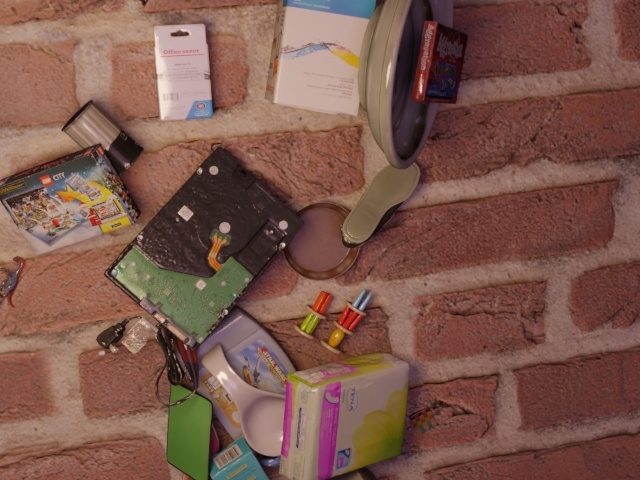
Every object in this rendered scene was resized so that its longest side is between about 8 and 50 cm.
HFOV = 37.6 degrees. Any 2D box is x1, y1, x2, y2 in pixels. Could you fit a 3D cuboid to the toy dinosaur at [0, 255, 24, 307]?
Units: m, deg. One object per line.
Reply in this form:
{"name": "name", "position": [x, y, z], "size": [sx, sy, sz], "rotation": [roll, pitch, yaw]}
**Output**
{"name": "toy dinosaur", "position": [-0.612, 0.074, 1.863], "size": [0.082, 0.047, 0.090], "rotation": [-42, 140, -9]}

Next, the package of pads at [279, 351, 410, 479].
{"name": "package of pads", "position": [0.054, 0.361, 1.958], "size": [0.297, 0.101, 0.229], "rotation": [-6, 106, -43]}

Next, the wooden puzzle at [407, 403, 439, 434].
{"name": "wooden puzzle", "position": [0.231, 0.404, 2.108], "size": [0.083, 0.006, 0.049], "rotation": [-26, 106, -5]}

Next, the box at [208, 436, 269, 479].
{"name": "box", "position": [-0.150, 0.538, 1.995], "size": [0.100, 0.060, 0.244], "rotation": [-32, 123, -11]}

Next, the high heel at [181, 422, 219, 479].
{"name": "high heel", "position": [-0.271, 0.447, 1.984], "size": [0.117, 0.082, 0.244], "rotation": [-16, 115, -12]}

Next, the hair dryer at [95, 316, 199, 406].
{"name": "hair dryer", "position": [-0.284, 0.164, 1.901], "size": [0.223, 0.080, 0.293], "rotation": [42, 82, -9]}

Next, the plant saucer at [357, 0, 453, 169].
{"name": "plant saucer", "position": [0.151, -0.337, 1.772], "size": [0.101, 0.400, 0.400], "rotation": [12, 101, 18]}

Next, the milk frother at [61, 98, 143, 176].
{"name": "milk frother", "position": [-0.437, -0.172, 1.787], "size": [0.143, 0.129, 0.135], "rotation": [-47, 110, -5]}

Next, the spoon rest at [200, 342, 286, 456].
{"name": "spoon rest", "position": [-0.136, 0.335, 1.928], "size": [0.137, 0.084, 0.276], "rotation": [-42, 106, 0]}

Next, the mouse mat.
{"name": "mouse mat", "position": [-0.272, 0.397, 1.942], "size": [0.007, 0.153, 0.189], "rotation": [-5, 105, -43]}

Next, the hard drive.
{"name": "hard drive", "position": [-0.226, 0.016, 1.849], "size": [0.237, 0.064, 0.339], "rotation": [41, 76, -8]}

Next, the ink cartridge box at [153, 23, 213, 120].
{"name": "ink cartridge box", "position": [-0.268, -0.327, 1.821], "size": [0.104, 0.060, 0.180], "rotation": [-4, 103, -10]}

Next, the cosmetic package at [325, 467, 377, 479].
{"name": "cosmetic package", "position": [0.070, 0.561, 1.993], "size": [0.127, 0.238, 0.107], "rotation": [-46, 109, -2]}

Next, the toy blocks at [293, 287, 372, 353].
{"name": "toy blocks", "position": [0.031, 0.151, 1.988], "size": [0.123, 0.054, 0.148], "rotation": [31, 95, -16]}

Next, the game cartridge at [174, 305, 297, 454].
{"name": "game cartridge", "position": [-0.154, 0.294, 1.985], "size": [0.198, 0.062, 0.297], "rotation": [-33, 106, 2]}

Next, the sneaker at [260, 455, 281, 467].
{"name": "sneaker", "position": [-0.071, 0.442, 2.034], "size": [0.144, 0.053, 0.059], "rotation": [-28, 107, -13]}

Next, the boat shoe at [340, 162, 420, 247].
{"name": "boat shoe", "position": [0.120, -0.077, 1.941], "size": [0.081, 0.068, 0.228], "rotation": [41, 70, 6]}

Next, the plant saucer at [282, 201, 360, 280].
{"name": "plant saucer", "position": [0.000, 0.000, 1.963], "size": [0.169, 0.029, 0.168], "rotation": [-2, 103, -10]}

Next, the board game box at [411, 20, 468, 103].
{"name": "board game box", "position": [0.235, -0.339, 1.818], "size": [0.027, 0.281, 0.145], "rotation": [11, 101, 19]}

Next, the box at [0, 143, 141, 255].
{"name": "box", "position": [-0.480, -0.075, 1.779], "size": [0.233, 0.044, 0.159], "rotation": [-16, 117, 20]}

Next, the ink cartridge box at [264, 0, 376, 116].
{"name": "ink cartridge box", "position": [-0.004, -0.368, 1.806], "size": [0.168, 0.171, 0.232], "rotation": [7, 101, -11]}
